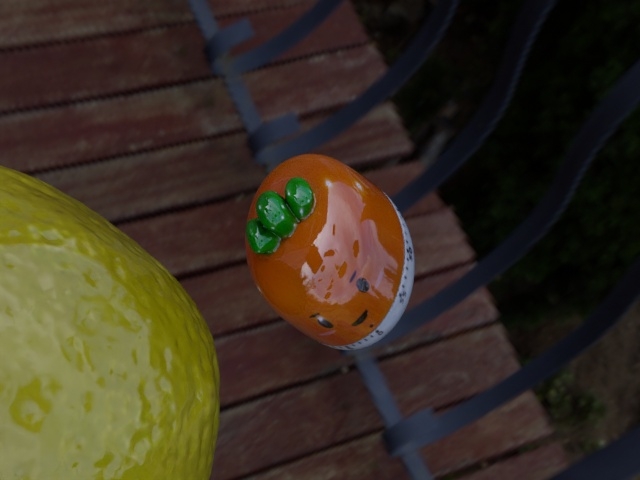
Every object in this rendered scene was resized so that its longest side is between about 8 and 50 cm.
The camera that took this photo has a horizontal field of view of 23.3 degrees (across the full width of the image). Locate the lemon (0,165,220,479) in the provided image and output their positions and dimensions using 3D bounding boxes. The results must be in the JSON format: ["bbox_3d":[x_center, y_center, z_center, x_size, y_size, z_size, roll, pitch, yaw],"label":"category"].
[{"bbox_3d":[-0.221,0.105,0.952,0.336,0.336,0.336,14,58,-23],"label":"lemon"}]

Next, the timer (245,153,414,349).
[{"bbox_3d":[0.000,0.000,1.008,0.136,0.099,0.136,55,12,-17],"label":"timer"}]
